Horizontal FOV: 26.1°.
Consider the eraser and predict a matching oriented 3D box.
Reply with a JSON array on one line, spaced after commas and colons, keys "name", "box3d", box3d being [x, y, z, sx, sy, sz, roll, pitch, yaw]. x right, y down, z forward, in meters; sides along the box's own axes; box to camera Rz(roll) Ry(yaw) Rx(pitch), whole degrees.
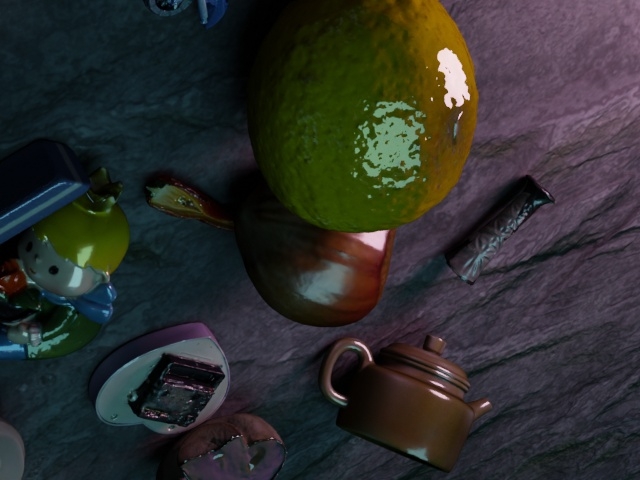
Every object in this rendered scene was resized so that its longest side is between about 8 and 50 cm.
[{"name": "eraser", "box3d": [-0.354, -0.030, 1.452, 0.225, 0.082, 0.036, -32, 139, -5]}]

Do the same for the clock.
[{"name": "clock", "box3d": [-0.191, 0.186, 1.793, 0.198, 0.064, 0.172, 19, 117, -45]}]

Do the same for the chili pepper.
[{"name": "chili pepper", "box3d": [-0.146, -0.041, 1.628, 0.045, 0.027, 0.178, -46, 139, 19]}]

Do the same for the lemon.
[{"name": "lemon", "box3d": [0.044, -0.149, 1.482, 0.253, 0.253, 0.310, -12, 121, -25]}]

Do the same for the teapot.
[{"name": "teapot", "box3d": [0.122, 0.214, 1.970, 0.267, 0.185, 0.175, 26, 78, -18]}]

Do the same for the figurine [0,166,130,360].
[{"name": "figurine", "box3d": [-0.307, 0.029, 1.524, 0.185, 0.127, 0.234, -4, 142, -25]}]

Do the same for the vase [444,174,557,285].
[{"name": "vase", "box3d": [0.247, -0.015, 1.901, 0.167, 0.059, 0.059, -45, 139, 12]}]

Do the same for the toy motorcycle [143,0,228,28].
[{"name": "toy motorcycle", "box3d": [-0.098, -0.304, 1.374, 0.114, 0.076, 0.205, 7, 126, -47]}]

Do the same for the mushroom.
[{"name": "mushroom", "box3d": [-0.147, 0.304, 1.897, 0.188, 0.117, 0.141, -29, 124, -12]}]

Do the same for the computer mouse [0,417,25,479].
[{"name": "computer mouse", "box3d": [-0.516, 0.295, 1.655, 0.331, 0.095, 0.197, -22, 138, -3]}]

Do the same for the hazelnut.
[{"name": "hazelnut", "box3d": [-0.007, 0.000, 1.664, 0.210, 0.210, 0.186, -32, 169, -4]}]
